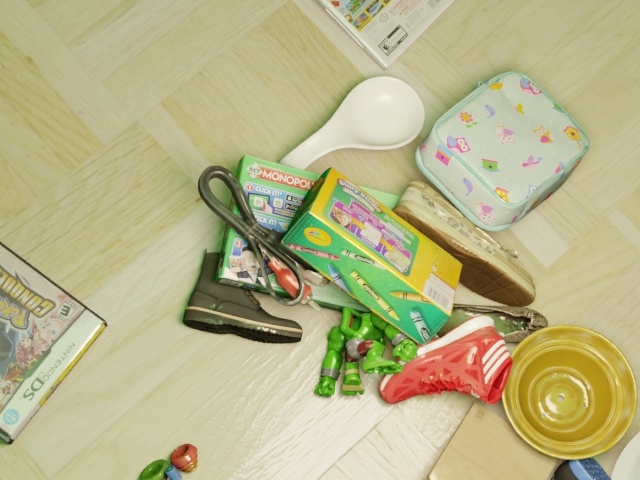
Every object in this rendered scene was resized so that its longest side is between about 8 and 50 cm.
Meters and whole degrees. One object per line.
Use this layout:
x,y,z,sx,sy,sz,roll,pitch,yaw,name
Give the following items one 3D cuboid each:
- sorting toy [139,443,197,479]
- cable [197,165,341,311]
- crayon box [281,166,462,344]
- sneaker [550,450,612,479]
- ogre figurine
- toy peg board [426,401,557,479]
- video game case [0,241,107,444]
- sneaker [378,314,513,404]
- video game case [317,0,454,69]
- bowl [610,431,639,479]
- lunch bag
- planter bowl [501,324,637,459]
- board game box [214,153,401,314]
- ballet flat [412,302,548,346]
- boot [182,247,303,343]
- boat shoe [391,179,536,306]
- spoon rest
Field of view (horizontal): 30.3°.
-0.234,0.368,1.885,0.102,0.061,0.042,-32,113,-5,sorting toy
-0.094,0.006,1.889,0.287,0.072,0.139,34,70,4,cable
0.087,0.022,1.874,0.278,0.081,0.165,36,30,-7,crayon box
0.445,0.444,1.855,0.090,0.081,0.232,-54,48,25,sneaker
0.071,0.171,1.910,0.097,0.197,0.118,14,54,-24,ogre figurine
0.267,0.377,1.909,0.161,0.079,0.160,35,59,5,toy peg board
-0.532,0.151,1.928,0.275,0.035,0.248,36,75,6,video game case
0.205,0.224,1.892,0.221,0.087,0.128,-36,54,11,sneaker
0.120,-0.454,2.122,0.206,0.026,0.227,45,76,-6,video game case
0.613,0.416,1.851,0.298,0.134,0.298,-5,82,39,bowl
0.305,-0.157,1.997,0.224,0.108,0.279,43,52,13,lunch bag
0.398,0.252,1.930,0.217,0.090,0.217,0,74,1,planter bowl
0.000,0.000,1.964,0.317,0.046,0.213,15,73,-14,board game box
0.257,0.142,1.971,0.250,0.058,0.084,1,75,-4,ballet flat
-0.117,0.090,1.957,0.198,0.077,0.137,12,69,-2,boot
0.250,0.006,1.973,0.285,0.104,0.089,37,58,-10,boat shoe
0.055,-0.185,2.037,0.276,0.084,0.137,-33,79,-11,spoon rest
